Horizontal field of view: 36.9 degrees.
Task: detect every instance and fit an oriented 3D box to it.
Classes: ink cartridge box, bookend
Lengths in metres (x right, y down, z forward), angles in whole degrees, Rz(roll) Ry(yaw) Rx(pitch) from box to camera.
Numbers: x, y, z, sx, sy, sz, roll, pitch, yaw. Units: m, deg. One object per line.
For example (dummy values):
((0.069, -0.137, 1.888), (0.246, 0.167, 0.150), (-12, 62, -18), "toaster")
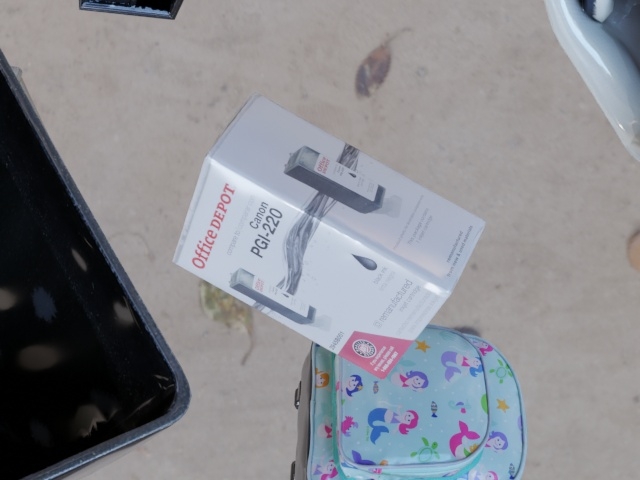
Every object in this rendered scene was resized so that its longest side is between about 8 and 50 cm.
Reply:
((0.000, 0.000, 0.800), (0.218, 0.092, 0.158), (31, 141, 2), "ink cartridge box")
((-0.287, -0.416, 1.491), (0.156, 0.157, 0.072), (2, 76, -21), "bookend")

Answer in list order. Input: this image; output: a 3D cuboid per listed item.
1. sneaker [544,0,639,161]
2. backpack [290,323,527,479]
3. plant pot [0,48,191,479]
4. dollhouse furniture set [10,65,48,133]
((0.159, -0.163, 0.416), (0.126, 0.321, 0.127), (-26, 157, 37), "sneaker")
((0.107, 0.205, 1.091), (0.254, 0.225, 0.191), (8, 148, -9), "backpack")
((-0.190, 0.044, 0.338), (0.188, 0.187, 0.167), (-21, 162, -37), "plant pot")
((-0.446, -0.128, 1.058), (0.242, 0.212, 0.161), (10, 161, -1), "dollhouse furniture set")
